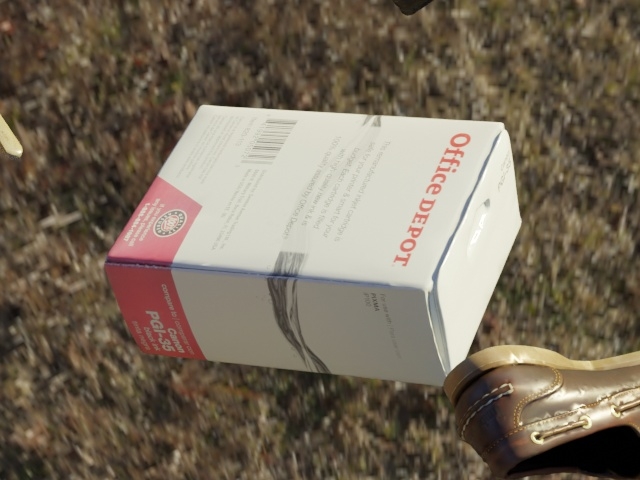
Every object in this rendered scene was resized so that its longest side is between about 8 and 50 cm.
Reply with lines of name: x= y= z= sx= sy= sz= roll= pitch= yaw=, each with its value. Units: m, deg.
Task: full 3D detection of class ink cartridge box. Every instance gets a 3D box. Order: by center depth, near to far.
ink cartridge box: x=0.000 y=0.000 z=1.421 sx=0.283 sy=0.117 sz=0.207 roll=5 pitch=44 yaw=24

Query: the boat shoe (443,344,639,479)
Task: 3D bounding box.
boat shoe: x=0.161 y=0.106 z=0.982 sx=0.207 sy=0.073 sz=0.073 roll=2 pitch=44 yaw=-35

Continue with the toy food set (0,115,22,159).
toy food set: x=-0.181 y=-0.033 z=0.665 sx=0.122 sy=0.019 sz=0.078 roll=-16 pitch=56 yaw=-34

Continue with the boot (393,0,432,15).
boot: x=0.066 y=-0.217 z=0.749 sx=0.161 sy=0.246 sz=0.083 roll=52 pitch=41 yaw=-7
